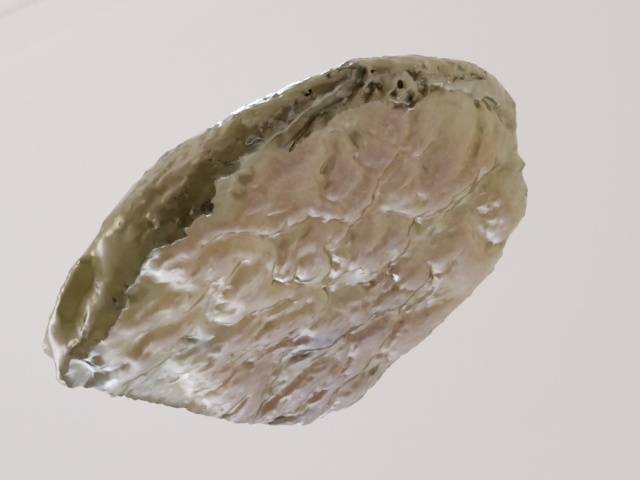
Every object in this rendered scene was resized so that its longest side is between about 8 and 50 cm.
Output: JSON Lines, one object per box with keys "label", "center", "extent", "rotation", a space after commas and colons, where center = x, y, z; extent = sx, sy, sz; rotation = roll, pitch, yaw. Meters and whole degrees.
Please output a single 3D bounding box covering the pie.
{"label": "pie", "center": [0.002, 0.002, 0.626], "extent": [0.185, 0.052, 0.218], "rotation": [-44, -31, 18]}
